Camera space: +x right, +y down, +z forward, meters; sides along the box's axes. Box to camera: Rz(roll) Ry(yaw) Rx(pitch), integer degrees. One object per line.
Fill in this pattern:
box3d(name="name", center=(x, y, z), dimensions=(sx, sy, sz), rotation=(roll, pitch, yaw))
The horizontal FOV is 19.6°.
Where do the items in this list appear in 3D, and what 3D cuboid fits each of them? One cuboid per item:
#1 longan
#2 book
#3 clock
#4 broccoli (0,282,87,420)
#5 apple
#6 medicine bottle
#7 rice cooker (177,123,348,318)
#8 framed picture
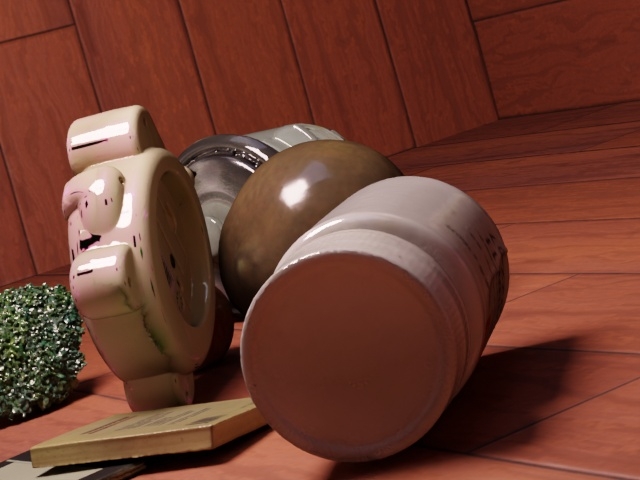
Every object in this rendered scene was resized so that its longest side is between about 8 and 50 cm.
box3d(name="longan", center=(0.000, 0.000, 2.271), dimensions=(0.258, 0.258, 0.258), rotation=(-16, 7, 2))
box3d(name="book", center=(-0.163, 0.195, 1.903), dimensions=(0.231, 0.026, 0.161), rotation=(-9, 4, 31))
box3d(name="clock", center=(-0.207, 0.028, 2.123), dimensions=(0.114, 0.284, 0.309), rotation=(-11, 40, 11))
box3d(name="broccoli", center=(-0.394, 0.152, 2.388), dimensions=(0.220, 0.194, 0.194), rotation=(-45, 19, -23))
box3d(name="apple", center=(-0.164, 0.111, 2.329), dimensions=(0.126, 0.102, 0.126), rotation=(-21, 5, 2))
box3d(name="medicine bottle", center=(0.060, 0.066, 1.757), dimensions=(0.211, 0.211, 0.371), rotation=(-14, 8, 14))
box3d(name="rice cooker", center=(-0.074, -0.035, 2.623), dimensions=(0.316, 0.264, 0.316), rotation=(-40, -17, -15))
box3d(name="framed picture", center=(-0.377, 0.279, 1.851), dimensions=(0.347, 0.016, 0.265), rotation=(-20, 9, -35))
